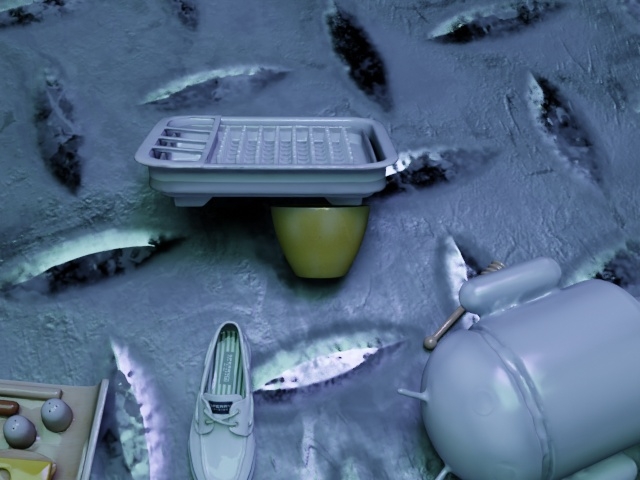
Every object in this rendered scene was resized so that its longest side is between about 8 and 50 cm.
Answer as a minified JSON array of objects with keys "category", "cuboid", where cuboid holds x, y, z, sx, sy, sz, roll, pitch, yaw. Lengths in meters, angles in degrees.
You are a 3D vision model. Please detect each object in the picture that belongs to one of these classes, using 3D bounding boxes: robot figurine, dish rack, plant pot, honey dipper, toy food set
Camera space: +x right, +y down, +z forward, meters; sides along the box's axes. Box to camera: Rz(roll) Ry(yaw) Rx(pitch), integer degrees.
[{"category":"robot figurine","cuboid":[0.268,0.172,0.968,0.353,0.200,0.300,-19,82,-12]},{"category":"dish rack","cuboid":[-0.070,-0.111,1.128,0.333,0.072,0.285,-1,20,-2]},{"category":"plant pot","cuboid":[0.000,0.000,1.107,0.134,0.134,0.095,-1,94,-2]},{"category":"honey dipper","cuboid":[0.195,0.089,1.110,0.030,0.030,0.160,40,68,18]},{"category":"toy food set","cuboid":[-0.418,0.251,0.953,0.306,0.092,0.220,6,61,-4]}]

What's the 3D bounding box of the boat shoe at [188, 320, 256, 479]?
[{"category":"boat shoe","cuboid":[-0.123,0.207,1.006,0.083,0.076,0.226,-3,61,-3]}]
